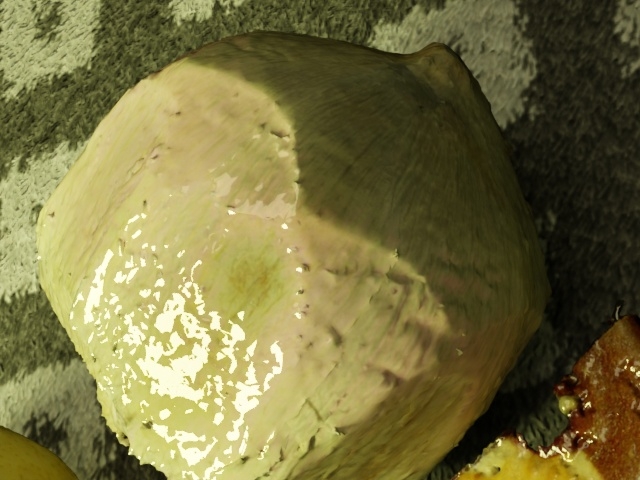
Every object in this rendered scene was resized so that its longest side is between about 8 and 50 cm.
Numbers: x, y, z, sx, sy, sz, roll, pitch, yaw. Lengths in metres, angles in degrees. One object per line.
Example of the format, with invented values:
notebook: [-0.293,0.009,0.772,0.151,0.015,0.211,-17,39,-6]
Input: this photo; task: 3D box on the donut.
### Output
donut: [0.208,0.176,1.293,0.217,0.085,0.141,-43,52,14]

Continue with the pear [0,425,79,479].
pear: [-0.351,0.323,1.475,0.348,0.348,0.348,-15,62,30]

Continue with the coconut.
coconut: [0.000,0.000,1.333,0.405,0.404,0.404,-15,62,30]
